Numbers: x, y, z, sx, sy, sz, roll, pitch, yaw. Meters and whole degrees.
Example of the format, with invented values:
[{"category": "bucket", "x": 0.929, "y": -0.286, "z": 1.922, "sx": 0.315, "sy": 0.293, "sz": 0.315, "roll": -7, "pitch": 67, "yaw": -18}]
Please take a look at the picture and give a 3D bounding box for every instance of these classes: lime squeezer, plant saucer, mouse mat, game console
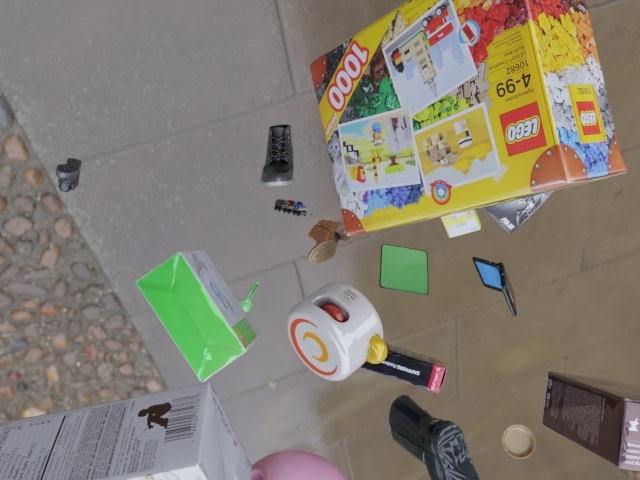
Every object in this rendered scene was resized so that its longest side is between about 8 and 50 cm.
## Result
[{"category": "lime squeezer", "x": -0.283, "y": 0.266, "z": 2.192, "sx": 0.059, "sy": 0.110, "sz": 0.310, "roll": 21, "pitch": 104, "yaw": -1}, {"category": "plant saucer", "x": 0.510, "y": 0.519, "z": 1.580, "sx": 0.084, "sy": 0.083, "sz": 0.015, "roll": -23, "pitch": 164, "yaw": -4}, {"category": "mouse mat", "x": 0.260, "y": 0.088, "z": 1.897, "sx": 0.153, "sy": 0.189, "sz": 0.007, "roll": 10, "pitch": 134, "yaw": -1}, {"category": "game console", "x": 0.398, "y": 0.106, "z": 1.402, "sx": 0.071, "sy": 0.107, "sz": 0.122, "roll": -14, "pitch": 136, "yaw": 23}]

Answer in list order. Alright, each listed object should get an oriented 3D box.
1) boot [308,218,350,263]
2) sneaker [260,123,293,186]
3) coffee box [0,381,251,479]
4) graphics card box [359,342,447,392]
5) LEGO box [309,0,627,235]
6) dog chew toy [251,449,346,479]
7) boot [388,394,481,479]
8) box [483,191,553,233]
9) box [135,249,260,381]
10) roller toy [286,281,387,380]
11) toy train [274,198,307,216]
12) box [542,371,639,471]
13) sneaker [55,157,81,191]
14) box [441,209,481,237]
[{"category": "boot", "x": 0.000, "y": 0.000, "z": 2.116, "sx": 0.197, "sy": 0.152, "sz": 0.072, "roll": -35, "pitch": 124, "yaw": -26}, {"category": "sneaker", "x": -0.109, "y": -0.212, "z": 1.511, "sx": 0.083, "sy": 0.222, "sz": 0.118, "roll": -2, "pitch": 114, "yaw": 0}, {"category": "coffee box", "x": -0.248, "y": 0.287, "z": 0.711, "sx": 0.297, "sy": 0.118, "sz": 0.168, "roll": -13, "pitch": 125, "yaw": 6}, {"category": "graphics card box", "x": 0.226, "y": 0.401, "z": 2.059, "sx": 0.371, "sy": 0.233, "sz": 0.094, "roll": 17, "pitch": 88, "yaw": 8}, {"category": "LEGO box", "x": 0.233, "y": -0.235, "z": 1.114, "sx": 0.193, "sy": 0.500, "sz": 0.372, "roll": -11, "pitch": 88, "yaw": -38}, {"category": "dog chew toy", "x": 0.019, "y": 0.460, "z": 0.929, "sx": 0.332, "sy": 0.206, "sz": 0.206, "roll": 35, "pitch": 109, "yaw": -19}, {"category": "boot", "x": 0.246, "y": 0.476, "z": 1.345, "sx": 0.094, "sy": 0.207, "sz": 0.246, "roll": -19, "pitch": 100, "yaw": -20}, {"category": "box", "x": 0.497, "y": -0.151, "z": 1.627, "sx": 0.231, "sy": 0.056, "sz": 0.183, "roll": 38, "pitch": 101, "yaw": -30}, {"category": "box", "x": -0.273, "y": 0.164, "z": 1.410, "sx": 0.127, "sy": 0.231, "sz": 0.261, "roll": -34, "pitch": 88, "yaw": 3}, {"category": "roller toy", "x": 0.037, "y": 0.195, "z": 1.350, "sx": 0.146, "sy": 0.209, "sz": 0.191, "roll": -32, "pitch": 100, "yaw": -35}, {"category": "toy train", "x": -0.075, "y": -0.084, "z": 1.529, "sx": 0.027, "sy": 0.158, "sz": 0.036, "roll": -1, "pitch": 99, "yaw": -29}, {"category": "box", "x": 0.645, "y": 0.384, "z": 1.316, "sx": 0.191, "sy": 0.381, "sz": 0.143, "roll": 9, "pitch": 84, "yaw": 0}, {"category": "sneaker", "x": -0.661, "y": -0.162, "z": 1.605, "sx": 0.051, "sy": 0.170, "sz": 0.089, "roll": 17, "pitch": 107, "yaw": -14}, {"category": "box", "x": 0.417, "y": -0.103, "z": 1.894, "sx": 0.105, "sy": 0.043, "sz": 0.179, "roll": -17, "pitch": 115, "yaw": 25}]
